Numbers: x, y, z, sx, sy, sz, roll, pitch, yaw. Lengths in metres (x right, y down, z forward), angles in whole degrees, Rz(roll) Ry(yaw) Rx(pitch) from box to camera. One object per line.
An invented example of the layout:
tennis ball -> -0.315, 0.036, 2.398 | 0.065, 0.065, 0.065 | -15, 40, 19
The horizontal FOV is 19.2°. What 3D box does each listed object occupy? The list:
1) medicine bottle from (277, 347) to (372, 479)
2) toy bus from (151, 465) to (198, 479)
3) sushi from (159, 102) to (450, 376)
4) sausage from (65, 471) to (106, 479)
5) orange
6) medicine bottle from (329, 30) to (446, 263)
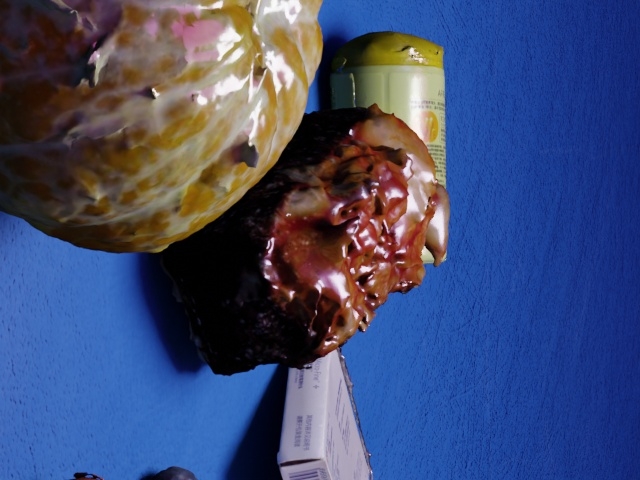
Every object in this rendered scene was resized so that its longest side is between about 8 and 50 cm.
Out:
medicine bottle -> 0.008, 0.212, 1.773 | 0.201, 0.052, 0.171 | -85, 162, -59
toy bus -> -0.044, 0.327, 1.554 | 0.287, 0.194, 0.232 | 46, 55, -58
sushi -> 0.000, 0.000, 1.678 | 0.343, 0.182, 0.196 | -45, 136, -55
sausage -> -0.188, 0.222, 1.362 | 0.141, 0.076, 0.076 | -52, 135, -54
orange -> -0.131, -0.156, 1.301 | 0.329, 0.249, 0.329 | -20, 113, -59
medicine bottle -> 0.069, -0.093, 1.916 | 0.124, 0.124, 0.238 | -1, 88, -66
